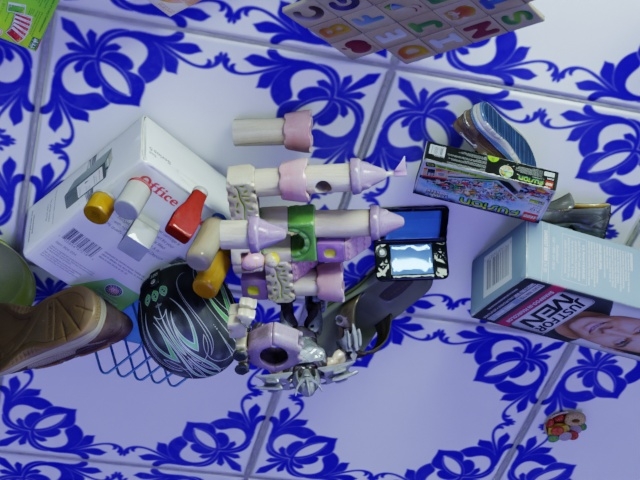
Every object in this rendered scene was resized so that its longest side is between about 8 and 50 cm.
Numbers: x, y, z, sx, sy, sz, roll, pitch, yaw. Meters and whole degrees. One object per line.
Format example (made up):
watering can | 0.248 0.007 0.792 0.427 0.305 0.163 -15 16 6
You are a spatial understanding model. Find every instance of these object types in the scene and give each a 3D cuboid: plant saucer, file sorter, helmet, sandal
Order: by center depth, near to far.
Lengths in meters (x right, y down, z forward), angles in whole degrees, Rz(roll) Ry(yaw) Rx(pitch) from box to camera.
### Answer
helmet | -0.200 0.132 2.020 0.169 0.161 0.169 -16 152 -9
plant saucer | -0.586 0.060 2.134 0.241 0.037 0.241 -2 133 -2
file sorter | -0.284 0.170 2.184 0.118 0.104 0.170 -38 146 26
sandal | 0.074 0.141 2.238 0.120 0.086 0.303 26 125 -26

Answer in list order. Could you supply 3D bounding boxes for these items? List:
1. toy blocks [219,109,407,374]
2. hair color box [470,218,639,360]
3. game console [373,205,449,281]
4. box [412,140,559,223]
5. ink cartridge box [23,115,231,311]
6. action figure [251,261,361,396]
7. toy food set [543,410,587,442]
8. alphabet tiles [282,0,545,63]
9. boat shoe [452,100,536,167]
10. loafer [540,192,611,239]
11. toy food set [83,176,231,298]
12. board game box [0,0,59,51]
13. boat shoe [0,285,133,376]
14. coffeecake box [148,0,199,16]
toy blocks | 0.000 0.000 1.949 0.260 0.309 0.289 -1 133 4
hair color box | 0.458 0.091 2.175 0.374 0.114 0.185 15 152 -18
game console | 0.151 0.006 2.135 0.122 0.107 0.071 -2 161 -3
box | 0.254 -0.089 2.019 0.207 0.036 0.114 13 154 2
ink cartridge box | -0.294 -0.034 2.022 0.273 0.115 0.198 -35 127 24
action figure | -0.032 0.143 2.094 0.185 0.285 0.099 0 132 -6
toy food set | 0.473 0.360 2.523 0.083 0.020 0.082 -10 133 3
alphabet tiles | 0.135 -0.323 1.755 0.342 0.011 0.285 -13 157 33
boat shoe | 0.270 -0.146 2.016 0.066 0.066 0.183 -21 132 32
loafer | 0.393 -0.051 2.120 0.170 0.062 0.061 13 107 -18
toy food set | -0.221 -0.028 1.914 0.232 0.104 0.111 33 137 -10
board game box | -0.395 -0.351 1.769 0.092 0.043 0.181 19 128 -22
boat shoe | -0.444 0.159 2.109 0.342 0.123 0.123 -19 151 34
coffeecake box | -0.160 -0.383 1.706 0.185 0.068 0.142 -24 161 16
